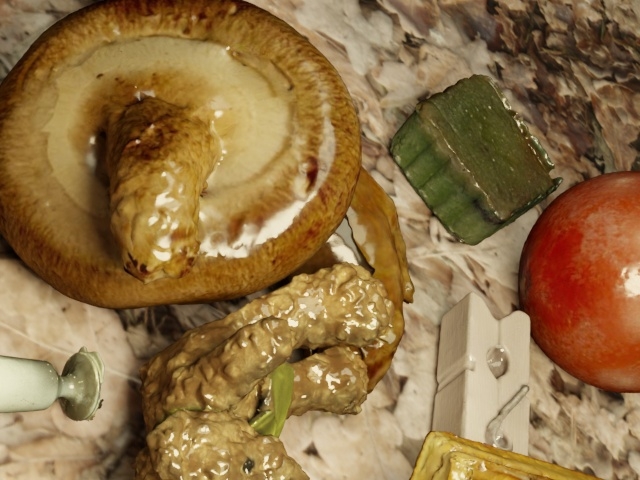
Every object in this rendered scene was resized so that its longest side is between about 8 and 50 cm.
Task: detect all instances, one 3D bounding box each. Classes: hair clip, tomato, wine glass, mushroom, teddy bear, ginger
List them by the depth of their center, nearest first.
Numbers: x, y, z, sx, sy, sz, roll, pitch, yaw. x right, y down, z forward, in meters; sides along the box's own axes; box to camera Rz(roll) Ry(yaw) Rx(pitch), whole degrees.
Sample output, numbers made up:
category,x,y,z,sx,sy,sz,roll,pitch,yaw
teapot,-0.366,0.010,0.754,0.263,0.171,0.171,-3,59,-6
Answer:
category,x,y,z,sx,sy,sz,roll,pitch,yaw
wine glass,-0.268,0.123,1.395,0.155,0.072,0.072,6,55,-41
teddy bear,-0.043,0.162,1.449,0.296,0.246,0.222,-11,43,-24
mushroom,-0.144,-0.084,1.516,0.345,0.239,0.345,13,54,-18
ginger,0.000,0.000,1.671,0.321,0.172,0.165,58,2,13
hair clip,0.173,0.203,1.722,0.101,0.085,0.330,23,48,-16
tomato,0.353,0.045,1.883,0.265,0.265,0.265,25,44,-27

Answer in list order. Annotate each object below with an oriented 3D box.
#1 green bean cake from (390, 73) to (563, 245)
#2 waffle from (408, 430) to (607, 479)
category,x,y,z,sx,sy,sz,roll,pitch,yaw
green bean cake,0.185,-0.097,1.977,0.181,0.094,0.173,53,40,4
waffle,0.199,0.321,1.561,0.308,0.212,0.091,21,2,-28
